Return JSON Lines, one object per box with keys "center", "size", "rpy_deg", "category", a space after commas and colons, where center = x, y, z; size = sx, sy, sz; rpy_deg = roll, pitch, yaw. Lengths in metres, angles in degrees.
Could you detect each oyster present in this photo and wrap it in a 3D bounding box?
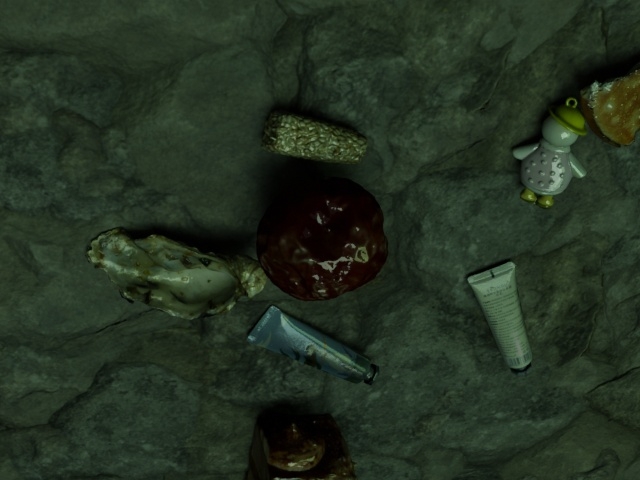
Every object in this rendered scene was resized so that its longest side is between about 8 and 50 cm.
{"center": [-0.243, 0.042, 1.650], "size": [0.294, 0.094, 0.166], "rpy_deg": [24, 129, -7], "category": "oyster"}

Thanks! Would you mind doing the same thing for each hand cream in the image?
{"center": [-0.006, 0.210, 1.864], "size": [0.271, 0.058, 0.091], "rpy_deg": [28, 114, -25], "category": "hand cream"}
{"center": [0.364, 0.157, 1.911], "size": [0.095, 0.059, 0.276], "rpy_deg": [-20, 125, 5], "category": "hand cream"}

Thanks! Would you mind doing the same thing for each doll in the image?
{"center": [0.392, -0.148, 1.649], "size": [0.129, 0.081, 0.207], "rpy_deg": [21, 122, 11], "category": "doll"}

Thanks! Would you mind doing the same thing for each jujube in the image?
{"center": [0.000, 0.000, 1.558], "size": [0.213, 0.232, 0.213], "rpy_deg": [0, 86, -3], "category": "jujube"}

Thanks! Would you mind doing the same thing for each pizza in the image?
{"center": [0.514, -0.254, 1.605], "size": [0.195, 0.052, 0.185], "rpy_deg": [-46, 137, 7], "category": "pizza"}

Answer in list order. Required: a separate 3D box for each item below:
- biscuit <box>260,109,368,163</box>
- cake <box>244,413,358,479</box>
{"center": [-0.009, -0.159, 1.547], "size": [0.168, 0.082, 0.070], "rpy_deg": [10, 100, -21], "category": "biscuit"}
{"center": [-0.036, 0.468, 1.979], "size": [0.198, 0.196, 0.293], "rpy_deg": [-1, 124, -15], "category": "cake"}
